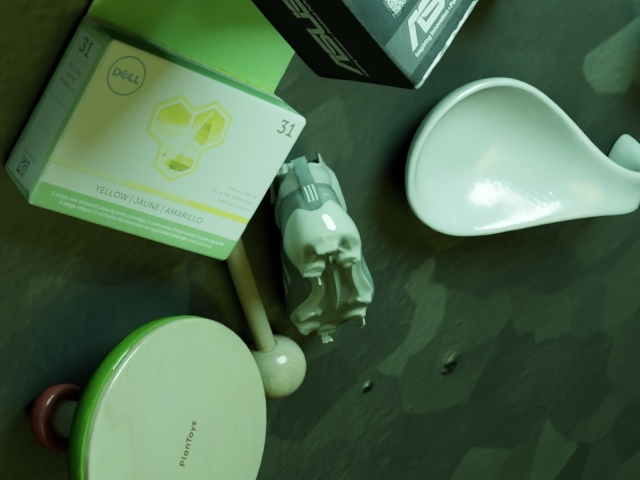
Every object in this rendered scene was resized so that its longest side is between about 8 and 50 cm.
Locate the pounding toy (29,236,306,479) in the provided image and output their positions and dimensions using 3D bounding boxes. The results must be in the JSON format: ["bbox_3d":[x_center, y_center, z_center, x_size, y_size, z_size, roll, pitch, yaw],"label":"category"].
[{"bbox_3d":[-0.126,0.122,0.971,0.237,0.110,0.183,-55,134,-32],"label":"pounding toy"}]

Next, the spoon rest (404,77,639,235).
[{"bbox_3d":[0.183,-0.062,1.069,0.276,0.084,0.137,2,117,-38],"label":"spoon rest"}]

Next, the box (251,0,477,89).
[{"bbox_3d":[0.043,-0.326,0.655,0.318,0.097,0.395,45,72,-39],"label":"box"}]

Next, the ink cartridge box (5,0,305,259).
[{"bbox_3d":[-0.081,-0.114,0.861,0.171,0.056,0.235,19,108,-43],"label":"ink cartridge box"}]

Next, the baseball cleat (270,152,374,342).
[{"bbox_3d":[0.000,0.000,0.985,0.072,0.109,0.206,-12,158,-8],"label":"baseball cleat"}]
